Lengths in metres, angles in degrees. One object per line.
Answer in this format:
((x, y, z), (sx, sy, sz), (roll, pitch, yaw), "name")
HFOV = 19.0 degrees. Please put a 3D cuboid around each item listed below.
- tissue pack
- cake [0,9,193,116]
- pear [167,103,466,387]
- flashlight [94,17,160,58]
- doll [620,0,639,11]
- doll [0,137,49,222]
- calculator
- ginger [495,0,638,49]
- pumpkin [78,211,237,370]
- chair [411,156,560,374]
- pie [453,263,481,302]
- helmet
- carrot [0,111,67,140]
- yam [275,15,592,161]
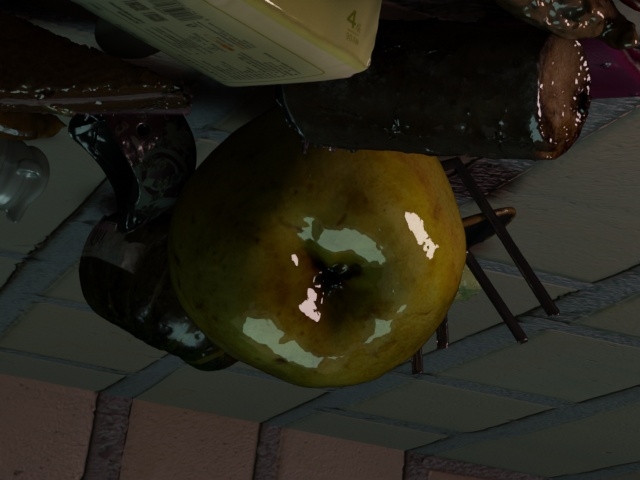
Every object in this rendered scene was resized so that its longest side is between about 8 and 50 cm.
((-0.081, -0.215, 1.498), (0.159, 0.125, 0.234), (-3, 163, 37), "tissue pack")
((-0.260, -0.166, 1.782), (0.295, 0.113, 0.116), (9, 175, 11), "cake")
((0.000, 0.000, 1.935), (0.304, 0.304, 0.304), (7, 165, 2), "pear")
((-0.138, -0.203, 1.724), (0.093, 0.047, 0.200), (18, 164, -32), "flashlight")
((0.329, -0.181, 1.512), (0.245, 0.076, 0.142), (24, 163, -34), "doll")
((-0.466, -0.080, 2.267), (0.384, 0.099, 0.188), (4, 167, 39), "doll")
((0.226, -0.161, 1.716), (0.126, 0.034, 0.190), (-1, 163, 25), "calculator")
((0.146, -0.226, 1.454), (0.290, 0.084, 0.122), (29, -167, -48), "ginger")
((-0.173, 0.050, 2.431), (0.260, 0.189, 0.260), (29, 174, 3), "pumpkin")
((0.135, 0.005, 2.122), (0.172, 0.247, 0.159), (-14, 168, -11), "chair")
((0.080, 0.033, 2.390), (0.248, 0.090, 0.201), (19, 164, -24), "pie")
((-0.181, -0.102, 1.957), (0.107, 0.153, 0.177), (-21, 163, -19), "helmet")
((-0.392, -0.144, 2.055), (0.248, 0.059, 0.059), (13, 164, -28), "carrot")
((0.097, -0.131, 1.661), (0.279, 0.131, 0.131), (6, 167, 37), "yam")
